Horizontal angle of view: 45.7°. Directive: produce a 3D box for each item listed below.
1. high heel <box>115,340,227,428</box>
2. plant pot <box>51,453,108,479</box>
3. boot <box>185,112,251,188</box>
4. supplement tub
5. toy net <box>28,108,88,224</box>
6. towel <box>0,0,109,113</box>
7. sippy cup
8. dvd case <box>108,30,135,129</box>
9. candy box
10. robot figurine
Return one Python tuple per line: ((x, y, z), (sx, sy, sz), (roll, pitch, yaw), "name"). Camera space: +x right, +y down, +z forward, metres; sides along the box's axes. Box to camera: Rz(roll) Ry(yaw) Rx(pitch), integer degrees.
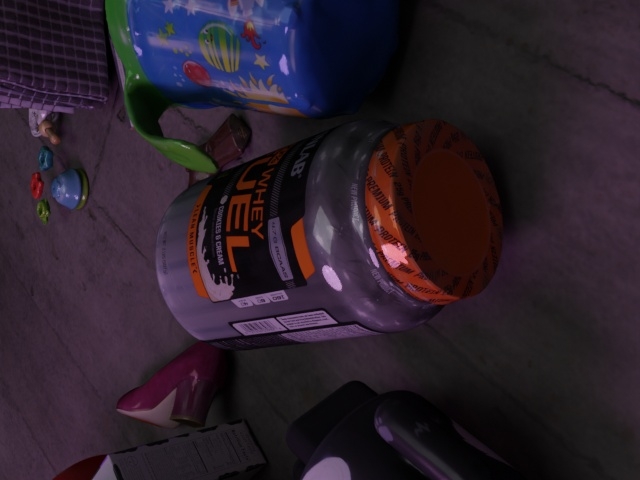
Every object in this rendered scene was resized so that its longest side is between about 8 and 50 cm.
((-0.207, 0.192, 1.045), (0.244, 0.082, 0.117), (-22, 47, 56), "high heel")
((-0.293, 0.421, 1.046), (0.174, 0.191, 0.191), (28, 111, 35), "plant pot")
((-0.124, -0.092, 0.963), (0.114, 0.037, 0.107), (-30, 73, 37), "boot")
((0.000, 0.000, 0.728), (0.315, 0.193, 0.194), (-15, 82, 44), "supplement tub")
((-0.456, -0.150, 1.286), (0.122, 0.045, 0.232), (-32, 68, 43), "toy net")
((-0.438, -0.313, 1.089), (0.121, 0.283, 0.235), (-21, 74, 47), "towel")
((-0.052, -0.224, 0.752), (0.224, 0.240, 0.306), (24, 115, 35), "sippy cup")
((-0.226, -0.276, 1.065), (0.221, 0.018, 0.165), (-26, 73, 43), "dvd case")
((-0.190, 0.309, 0.929), (0.165, 0.196, 0.070), (-53, 58, 32), "candy box")
((0.092, 0.243, 0.667), (0.278, 0.209, 0.174), (34, 93, 39), "robot figurine")
